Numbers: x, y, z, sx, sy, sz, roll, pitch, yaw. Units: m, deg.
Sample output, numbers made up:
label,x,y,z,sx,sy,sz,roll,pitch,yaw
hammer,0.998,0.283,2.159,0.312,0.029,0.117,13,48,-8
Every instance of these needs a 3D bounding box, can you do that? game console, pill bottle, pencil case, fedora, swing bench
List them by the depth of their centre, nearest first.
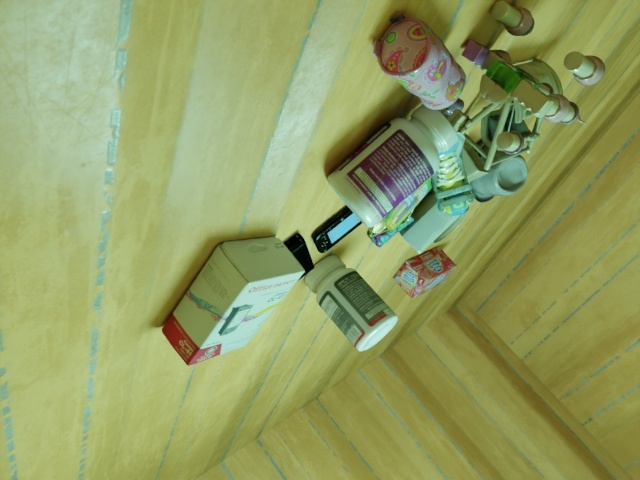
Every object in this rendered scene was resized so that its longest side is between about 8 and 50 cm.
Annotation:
label,x,y,z,sx,sy,sz,roll,pitch,yaw
pencil case,0.211,-0.361,1.311,0.124,0.124,0.284,-48,158,18
pill bottle,0.178,-0.186,1.522,0.301,0.169,0.169,-41,160,2
game console,0.000,0.000,1.765,0.361,0.044,0.213,-39,160,-8
swing bench,0.558,-0.370,1.828,0.253,0.165,0.254,-23,152,-39
pill bottle,0.090,0.189,1.960,0.161,0.283,0.161,-35,159,-16
pencil case,0.227,-0.043,2.047,0.152,0.064,0.070,-39,175,-8
fedora,0.615,-0.232,2.138,0.275,0.124,0.243,14,99,-47

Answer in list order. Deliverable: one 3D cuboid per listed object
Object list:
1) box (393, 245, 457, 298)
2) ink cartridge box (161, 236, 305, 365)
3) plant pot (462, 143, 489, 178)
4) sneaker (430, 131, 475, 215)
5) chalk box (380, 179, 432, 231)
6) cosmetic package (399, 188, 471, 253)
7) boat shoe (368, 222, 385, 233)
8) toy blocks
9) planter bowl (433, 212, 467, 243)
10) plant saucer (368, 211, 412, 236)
label,x,y,z,sx,sy,sz,roll,pitch,yaw
box,0.453,0.135,2.717,0.257,0.128,0.122,-19,150,-44
ink cartridge box,-0.216,0.146,1.558,0.226,0.131,0.306,-9,144,-55
plant pot,0.456,-0.235,2.017,0.096,0.109,0.109,-38,163,27
sneaker,0.367,-0.186,1.773,0.127,0.208,0.319,-16,163,13
chalk box,0.204,-0.154,1.668,0.213,0.132,0.132,-47,159,-1
cosmetic package,0.371,-0.082,2.108,0.238,0.107,0.127,-43,-163,7
boat shoe,0.198,-0.087,1.776,0.068,0.072,0.190,6,126,-34
toy blocks,0.484,-0.365,1.528,0.260,0.288,0.309,-3,134,-51
planter bowl,0.426,-0.083,2.253,0.162,0.109,0.162,-34,158,-16
plant saucer,0.226,-0.113,1.911,0.188,0.045,0.188,-20,145,-42
